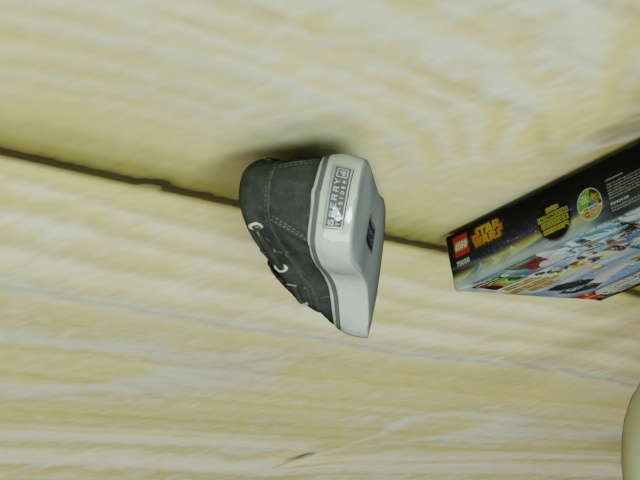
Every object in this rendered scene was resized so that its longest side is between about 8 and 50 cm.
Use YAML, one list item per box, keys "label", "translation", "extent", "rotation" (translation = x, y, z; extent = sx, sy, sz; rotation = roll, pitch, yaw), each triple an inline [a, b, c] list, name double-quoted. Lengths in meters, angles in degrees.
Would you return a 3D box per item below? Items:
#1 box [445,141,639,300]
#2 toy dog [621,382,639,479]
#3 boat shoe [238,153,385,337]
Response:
- label: "box"
  translation: [0.131, -0.009, 0.604]
  extent: [0.094, 0.027, 0.137]
  rotation: [6, 157, -38]
- label: "toy dog"
  translation: [0.380, 0.206, 0.789]
  extent: [0.395, 0.408, 0.284]
  rotation: [-1, 160, -29]
- label: "boat shoe"
  translation: [0.000, 0.000, 0.540]
  extent: [0.040, 0.049, 0.142]
  rotation: [8, 163, 8]
